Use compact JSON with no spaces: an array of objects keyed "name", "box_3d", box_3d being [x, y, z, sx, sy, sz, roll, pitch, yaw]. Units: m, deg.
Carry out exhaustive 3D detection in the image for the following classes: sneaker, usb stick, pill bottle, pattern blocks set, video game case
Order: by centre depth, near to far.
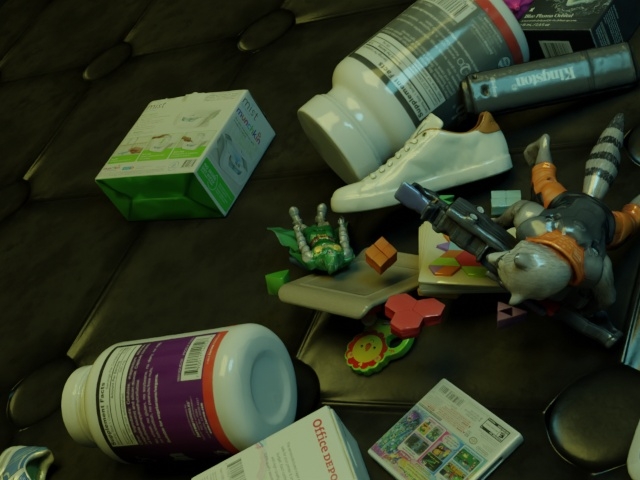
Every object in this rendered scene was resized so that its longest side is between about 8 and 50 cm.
[{"name":"video game case","box_3d":[0.156,0.260,1.384,0.143,0.019,0.157,-42,38,-11]},{"name":"pattern blocks set","box_3d":[0.207,0.019,1.530,0.285,0.026,0.325,-6,33,0]},{"name":"pill bottle","box_3d":[-0.207,0.225,1.562,0.323,0.181,0.181,-11,42,29]},{"name":"sneaker","box_3d":[-0.469,0.394,1.650,0.081,0.080,0.211,-17,40,26]},{"name":"sneaker","box_3d":[0.145,-0.126,1.708,0.290,0.123,0.106,-18,6,-1]},{"name":"usb stick","box_3d":[0.361,-0.251,1.723,0.278,0.077,0.045,-11,0,3]},{"name":"pill bottle","box_3d":[0.152,-0.261,1.828,0.363,0.210,0.210,-39,36,-7]}]

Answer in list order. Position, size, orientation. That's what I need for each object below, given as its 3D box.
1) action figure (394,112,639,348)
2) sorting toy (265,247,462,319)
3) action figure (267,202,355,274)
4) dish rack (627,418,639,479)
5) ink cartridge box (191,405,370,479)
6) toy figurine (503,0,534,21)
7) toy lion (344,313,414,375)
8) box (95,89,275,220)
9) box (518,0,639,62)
[{"name":"action figure","box_3d":[0.283,-0.041,1.403,0.341,0.178,0.330,31,42,4]},{"name":"sorting toy","box_3d":[0.066,0.071,1.611,0.196,0.047,0.348,-24,23,-40]},{"name":"action figure","box_3d":[0.000,0.000,1.695,0.137,0.063,0.232,-9,21,-9]},{"name":"dish rack","box_3d":[0.495,0.146,1.136,0.333,0.072,0.285,-26,27,54]},{"name":"ink cartridge box","box_3d":[-0.043,0.331,1.391,0.212,0.093,0.154,-31,37,6]},{"name":"toy figurine","box_3d":[0.352,-0.471,2.021,0.173,0.130,0.159,-16,43,58]},{"name":"toy lion","box_3d":[0.085,0.149,1.560,0.100,0.034,0.096,-3,53,34]},{"name":"box","box_3d":[-0.260,-0.164,2.097,0.262,0.126,0.231,-2,45,36]},{"name":"box","box_3d":[0.435,-0.368,1.838,0.156,0.093,0.158,11,53,44]}]
